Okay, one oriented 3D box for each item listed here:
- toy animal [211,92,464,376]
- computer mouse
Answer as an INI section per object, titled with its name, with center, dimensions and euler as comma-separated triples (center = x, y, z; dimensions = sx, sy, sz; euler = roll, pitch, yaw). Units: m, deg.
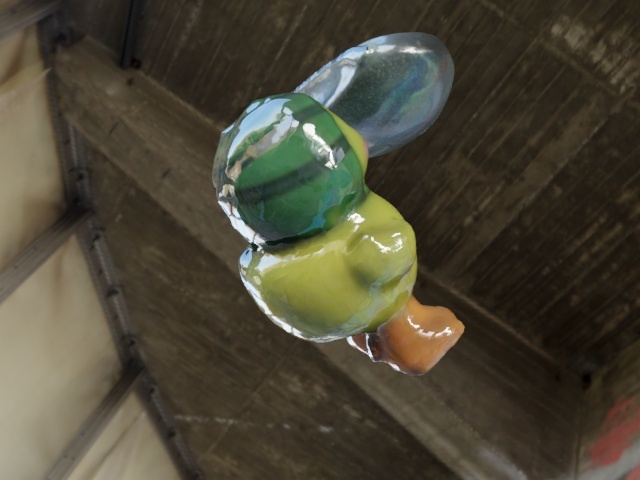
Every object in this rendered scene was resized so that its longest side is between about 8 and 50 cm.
[toy animal]
center = -0.003, 0.000, 0.891
dimensions = 0.338, 0.191, 0.216
euler = 61, -14, -12
[computer mouse]
center = 0.046, -0.168, 1.100
dimensions = 0.374, 0.203, 0.114
euler = -25, -102, 65
